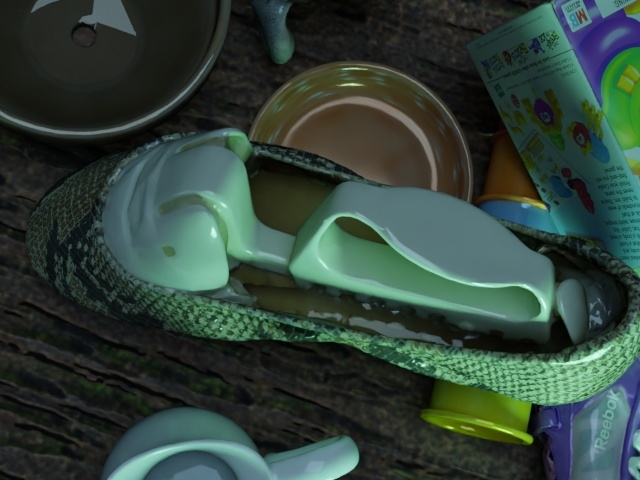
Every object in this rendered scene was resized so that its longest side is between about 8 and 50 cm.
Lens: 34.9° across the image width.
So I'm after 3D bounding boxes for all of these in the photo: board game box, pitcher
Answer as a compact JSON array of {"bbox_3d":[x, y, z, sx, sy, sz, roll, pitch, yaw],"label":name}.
[{"bbox_3d":[0.255,-0.070,0.777,0.142,0.144,0.275,-29,97,-14],"label":"board game box"},{"bbox_3d":[-0.070,0.175,0.728,0.177,0.207,0.126,-13,83,-12],"label":"pitcher"}]

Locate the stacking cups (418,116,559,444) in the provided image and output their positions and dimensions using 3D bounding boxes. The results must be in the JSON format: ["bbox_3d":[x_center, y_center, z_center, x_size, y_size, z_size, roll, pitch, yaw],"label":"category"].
[{"bbox_3d":[0.166,0.009,0.866,0.096,0.096,0.316,18,74,-6],"label":"stacking cups"}]

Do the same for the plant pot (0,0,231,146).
[{"bbox_3d":[-0.193,-0.184,0.820,0.237,0.110,0.238,1,81,-9],"label":"plant pot"}]

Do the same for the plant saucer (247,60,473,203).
[{"bbox_3d":[0.031,-0.054,0.873,0.199,0.037,0.200,2,79,-10],"label":"plant saucer"}]

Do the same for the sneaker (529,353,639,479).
[{"bbox_3d":[0.216,0.175,0.842,0.104,0.095,0.236,24,72,2],"label":"sneaker"}]

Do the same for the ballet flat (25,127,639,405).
[{"bbox_3d":[0.000,0.000,0.732,0.482,0.182,0.164,13,71,7],"label":"ballet flat"}]

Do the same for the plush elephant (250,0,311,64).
[{"bbox_3d":[0.047,-0.281,0.807,0.329,0.272,0.255,18,61,23],"label":"plush elephant"}]
